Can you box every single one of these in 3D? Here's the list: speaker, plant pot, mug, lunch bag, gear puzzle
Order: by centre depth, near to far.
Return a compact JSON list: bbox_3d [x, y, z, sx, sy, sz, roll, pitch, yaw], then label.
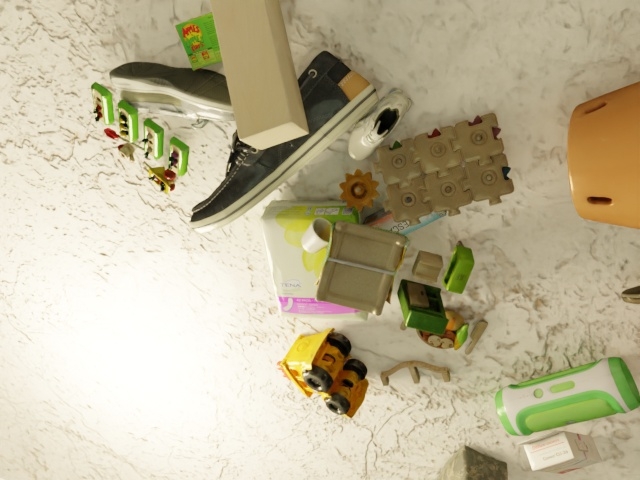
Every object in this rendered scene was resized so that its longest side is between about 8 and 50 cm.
[{"bbox_3d":[0.536,-0.139,0.889,0.203,0.291,0.291,0,122,38],"label":"plant pot"},{"bbox_3d":[0.201,-0.123,1.086,0.338,0.044,0.176,-15,89,16],"label":"gear puzzle"},{"bbox_3d":[-0.003,0.000,1.145,0.078,0.062,0.064,44,129,-3],"label":"mug"},{"bbox_3d":[0.570,0.368,1.267,0.296,0.131,0.131,-28,109,30],"label":"speaker"},{"bbox_3d":[0.391,0.763,1.503,0.168,0.235,0.287,25,125,-2],"label":"lunch bag"}]

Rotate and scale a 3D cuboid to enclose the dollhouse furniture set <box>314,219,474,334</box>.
[{"bbox_3d":[0.149,0.054,1.176,0.301,0.151,0.198,14,113,-3],"label":"dollhouse furniture set"}]

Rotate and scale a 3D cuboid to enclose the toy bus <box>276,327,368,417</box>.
[{"bbox_3d":[-0.008,0.357,1.448,0.211,0.149,0.220,-14,119,40],"label":"toy bus"}]

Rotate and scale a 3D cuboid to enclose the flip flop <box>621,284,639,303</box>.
[{"bbox_3d":[0.708,0.038,1.039,0.277,0.112,0.080,-41,76,36],"label":"flip flop"}]

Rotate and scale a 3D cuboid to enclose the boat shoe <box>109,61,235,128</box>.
[{"bbox_3d":[-0.296,-0.298,1.145,0.320,0.118,0.103,14,132,15],"label":"boat shoe"}]

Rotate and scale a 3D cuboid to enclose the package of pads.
[{"bbox_3d":[-0.008,0.047,1.271,0.229,0.101,0.297,1,120,16],"label":"package of pads"}]

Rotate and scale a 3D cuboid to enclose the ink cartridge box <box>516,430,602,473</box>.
[{"bbox_3d":[0.588,0.523,1.338,0.198,0.067,0.115,23,133,-36],"label":"ink cartridge box"}]

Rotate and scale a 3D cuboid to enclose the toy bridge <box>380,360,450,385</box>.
[{"bbox_3d":[0.245,0.344,1.417,0.188,0.026,0.063,-11,116,23],"label":"toy bridge"}]

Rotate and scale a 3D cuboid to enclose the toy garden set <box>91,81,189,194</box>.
[{"bbox_3d":[-0.416,-0.211,1.227,0.244,0.049,0.204,35,151,0],"label":"toy garden set"}]

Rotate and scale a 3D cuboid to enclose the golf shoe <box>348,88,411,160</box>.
[{"bbox_3d":[0.106,-0.219,1.077,0.069,0.086,0.176,34,127,-7],"label":"golf shoe"}]

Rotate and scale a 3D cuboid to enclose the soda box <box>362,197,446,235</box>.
[{"bbox_3d":[0.181,-0.052,1.172,0.183,0.058,0.063,-27,110,31],"label":"soda box"}]

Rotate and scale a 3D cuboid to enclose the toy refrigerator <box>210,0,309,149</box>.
[{"bbox_3d":[-0.106,-0.309,0.960,0.102,0.094,0.270,-16,82,18],"label":"toy refrigerator"}]

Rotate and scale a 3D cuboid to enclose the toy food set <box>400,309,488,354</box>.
[{"bbox_3d":[0.293,0.217,1.315,0.191,0.039,0.133,19,125,6],"label":"toy food set"}]

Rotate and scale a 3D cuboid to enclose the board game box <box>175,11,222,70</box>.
[{"bbox_3d":[-0.188,-0.410,1.077,0.181,0.043,0.092,-9,117,22],"label":"board game box"}]

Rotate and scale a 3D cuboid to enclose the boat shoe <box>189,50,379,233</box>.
[{"bbox_3d":[-0.110,-0.188,1.114,0.500,0.187,0.156,-37,99,27],"label":"boat shoe"}]
